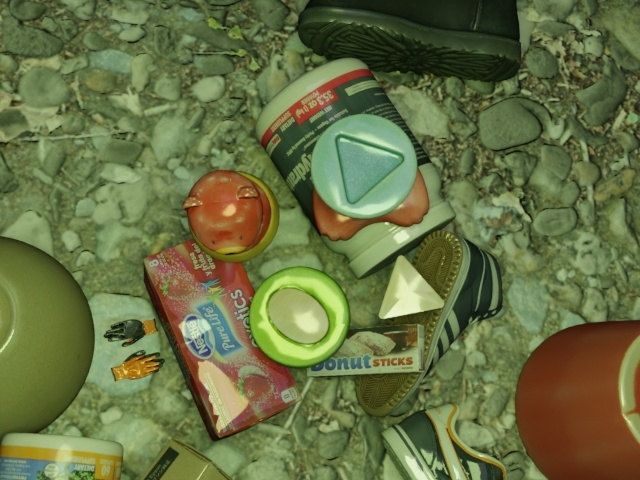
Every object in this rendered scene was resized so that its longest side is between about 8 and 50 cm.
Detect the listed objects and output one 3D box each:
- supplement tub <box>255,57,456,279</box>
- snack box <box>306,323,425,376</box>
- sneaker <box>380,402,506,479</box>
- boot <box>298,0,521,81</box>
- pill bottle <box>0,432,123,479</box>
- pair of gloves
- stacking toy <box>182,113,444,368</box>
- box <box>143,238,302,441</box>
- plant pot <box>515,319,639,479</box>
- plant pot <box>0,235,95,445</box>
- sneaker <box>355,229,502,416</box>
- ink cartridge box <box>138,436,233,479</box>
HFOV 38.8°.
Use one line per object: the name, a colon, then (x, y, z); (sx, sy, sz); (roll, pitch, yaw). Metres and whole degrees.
supplement tub: (0.049, -0.102, 1.293); (0.191, 0.191, 0.272); (-31, 82, -17)
snack box: (0.060, 0.153, 1.254); (0.178, 0.022, 0.064); (-8, 75, 32)
sneaker: (0.215, 0.371, 1.229); (0.127, 0.126, 0.321); (-29, 80, -11)
boot: (0.148, -0.493, 1.437); (0.366, 0.146, 0.445); (7, 77, -19)
pill bottle: (-0.332, 0.379, 1.110); (0.152, 0.152, 0.272); (6, 74, -9)
pair of gloves: (-0.258, 0.150, 1.261); (0.074, 0.010, 0.083); (-12, 77, -13)
stacking toy: (0.000, 0.000, 1.119); (0.308, 0.130, 0.280); (-21, 82, 0)
box: (-0.137, 0.130, 1.227); (0.122, 0.128, 0.257); (-22, 81, -16)
plant pot: (0.441, 0.223, 1.251); (0.274, 0.243, 0.275); (3, 74, -10)
plant pot: (-0.435, 0.114, 1.144); (0.284, 0.191, 0.284); (3, 75, -10)
sneaker: (0.163, 0.128, 1.300); (0.099, 0.153, 0.282); (32, 102, 37)
ink cartridge box: (-0.155, 0.384, 1.109); (0.193, 0.088, 0.235); (-52, 132, -19)
